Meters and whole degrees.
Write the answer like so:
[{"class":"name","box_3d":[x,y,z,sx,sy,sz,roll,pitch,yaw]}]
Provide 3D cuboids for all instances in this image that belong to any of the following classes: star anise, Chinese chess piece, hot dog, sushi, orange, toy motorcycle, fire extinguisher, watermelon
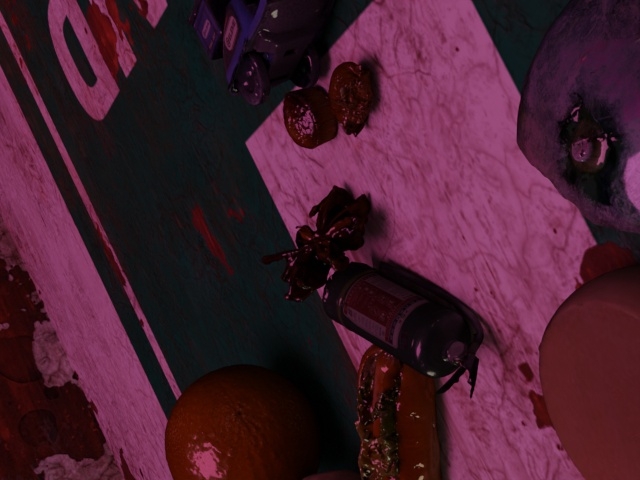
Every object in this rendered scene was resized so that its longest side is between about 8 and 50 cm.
[{"class":"star anise","box_3d":[-0.002,-0.002,1.613,0.073,0.177,0.234,37,-175,-25]},{"class":"Chinese chess piece","box_3d":[0.331,0.155,1.139,0.273,0.102,0.273,40,141,42]},{"class":"hot dog","box_3d":[0.103,0.279,1.656,0.135,0.100,0.337,36,142,47]},{"class":"sushi","box_3d":[0.042,-0.178,1.460,0.060,0.061,0.118,40,164,28]},{"class":"orange","box_3d":[-0.128,0.340,1.951,0.274,0.274,0.274,42,144,40]},{"class":"toy motorcycle","box_3d":[-0.066,-0.317,1.466,0.213,0.125,0.358,61,153,15]},{"class":"fire extinguisher","box_3d":[0.118,0.110,1.505,0.093,0.118,0.294,41,171,-38]},{"class":"watermelon","box_3d":[0.261,-0.130,0.957,0.322,0.175,0.188,27,134,51]}]

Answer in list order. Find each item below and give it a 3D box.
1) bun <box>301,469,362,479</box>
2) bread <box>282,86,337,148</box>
[{"class":"bun","box_3d":[0.019,0.451,1.799,0.178,0.128,0.193,-33,64,35]},{"class":"bread","box_3d":[-0.020,-0.164,1.578,0.085,0.053,0.085,42,144,40]}]
